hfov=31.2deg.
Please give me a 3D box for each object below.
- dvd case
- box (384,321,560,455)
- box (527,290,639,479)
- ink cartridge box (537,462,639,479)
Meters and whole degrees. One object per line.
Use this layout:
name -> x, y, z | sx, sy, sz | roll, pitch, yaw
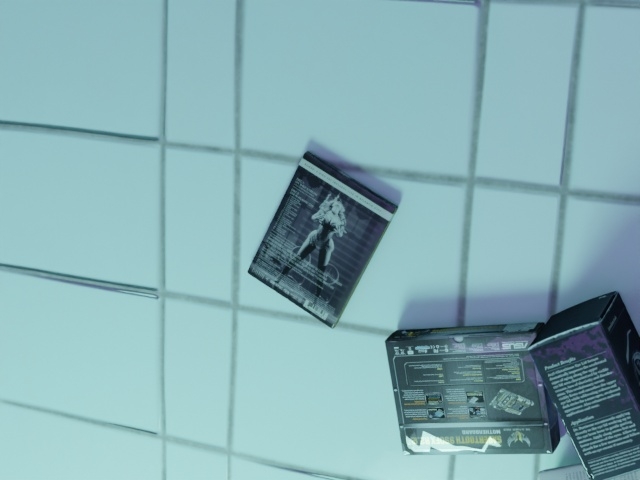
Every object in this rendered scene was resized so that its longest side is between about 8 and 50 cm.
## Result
dvd case -> 0.000, 0.000, 1.728 | 0.164, 0.018, 0.221 | 33, 114, 14
box -> 0.220, 0.217, 1.665 | 0.231, 0.056, 0.183 | -6, 101, 24
box -> 0.382, 0.193, 1.539 | 0.108, 0.153, 0.207 | -25, 91, 27
ink cartridge box -> 0.443, 0.435, 1.533 | 0.261, 0.066, 0.296 | -16, 61, 21
